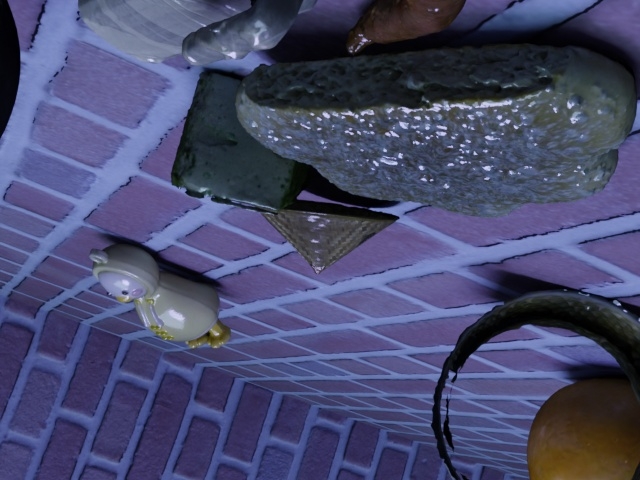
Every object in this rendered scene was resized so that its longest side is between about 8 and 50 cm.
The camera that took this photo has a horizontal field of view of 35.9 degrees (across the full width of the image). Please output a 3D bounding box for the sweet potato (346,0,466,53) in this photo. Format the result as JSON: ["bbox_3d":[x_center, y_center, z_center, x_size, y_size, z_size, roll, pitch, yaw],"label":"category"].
[{"bbox_3d":[0.054,-0.138,0.528,0.050,0.050,0.214,19,171,-5],"label":"sweet potato"}]

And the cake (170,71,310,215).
[{"bbox_3d":[-0.057,-0.085,0.881,0.100,0.099,0.235,15,-175,3],"label":"cake"}]

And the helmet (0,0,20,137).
[{"bbox_3d":[-0.316,-0.159,0.659,0.231,0.160,0.279,4,145,42],"label":"helmet"}]

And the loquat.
[{"bbox_3d":[0.418,0.307,1.381,0.263,0.263,0.263,17,165,4],"label":"loquat"}]

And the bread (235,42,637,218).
[{"bbox_3d":[0.088,-0.067,0.691,0.287,0.056,0.207,1,160,35],"label":"bread"}]

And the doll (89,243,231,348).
[{"bbox_3d":[-0.267,0.092,1.597,0.141,0.117,0.296,1,158,41],"label":"doll"}]

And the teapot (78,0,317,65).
[{"bbox_3d":[-0.060,-0.139,0.532,0.077,0.107,0.200,31,160,-32],"label":"teapot"}]

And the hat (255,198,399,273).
[{"bbox_3d":[0.000,0.000,0.950,0.146,0.067,0.146,7,-174,-1],"label":"hat"}]

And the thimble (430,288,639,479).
[{"bbox_3d":[0.254,0.197,1.092,0.271,0.270,0.150,16,168,8],"label":"thimble"}]
